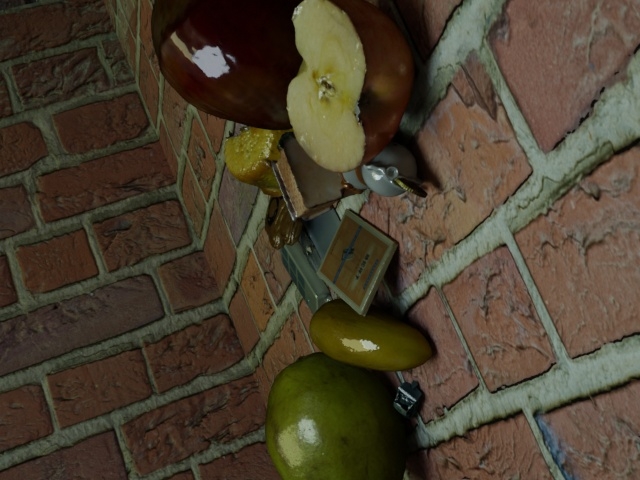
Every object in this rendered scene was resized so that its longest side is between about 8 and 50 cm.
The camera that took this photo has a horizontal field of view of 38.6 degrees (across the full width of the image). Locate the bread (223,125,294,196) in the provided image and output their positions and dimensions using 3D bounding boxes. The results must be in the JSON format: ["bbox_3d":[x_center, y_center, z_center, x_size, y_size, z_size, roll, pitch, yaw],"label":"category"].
[{"bbox_3d":[-0.119,-0.186,2.141,0.260,0.160,0.147,-12,65,51],"label":"bread"}]

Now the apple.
[{"bbox_3d":[0.069,-0.276,1.561,0.251,0.163,0.293,43,139,40],"label":"apple"}]

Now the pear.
[{"bbox_3d":[0.042,0.463,2.165,0.413,0.352,0.352,66,162,5],"label":"pear"}]

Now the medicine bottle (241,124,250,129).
[{"bbox_3d":[-0.124,-0.337,2.130,0.225,0.139,0.139,152,99,-73],"label":"medicine bottle"}]

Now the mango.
[{"bbox_3d":[0.091,0.205,1.971,0.332,0.195,0.142,-170,89,-67],"label":"mango"}]

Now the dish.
[{"bbox_3d":[0.000,0.000,2.213,0.182,0.080,0.243,103,144,-60],"label":"dish"}]

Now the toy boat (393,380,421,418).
[{"bbox_3d":[0.194,0.368,2.057,0.055,0.060,0.141,36,155,20],"label":"toy boat"}]

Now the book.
[{"bbox_3d":[0.074,0.042,1.977,0.170,0.018,0.242,-66,29,8],"label":"book"}]

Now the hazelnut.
[{"bbox_3d":[-0.140,-0.395,1.805,0.421,0.352,0.421,31,166,9],"label":"hazelnut"}]

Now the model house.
[{"bbox_3d":[0.001,-0.137,1.891,0.172,0.183,0.166,130,120,-69],"label":"model house"}]

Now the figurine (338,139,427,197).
[{"bbox_3d":[0.098,-0.137,1.684,0.143,0.143,0.271,89,156,-45],"label":"figurine"}]

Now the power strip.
[{"bbox_3d":[-0.043,0.100,2.502,0.270,0.046,0.118,57,158,36],"label":"power strip"}]

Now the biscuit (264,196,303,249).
[{"bbox_3d":[-0.087,-0.093,2.234,0.208,0.041,0.290,-58,26,32],"label":"biscuit"}]
